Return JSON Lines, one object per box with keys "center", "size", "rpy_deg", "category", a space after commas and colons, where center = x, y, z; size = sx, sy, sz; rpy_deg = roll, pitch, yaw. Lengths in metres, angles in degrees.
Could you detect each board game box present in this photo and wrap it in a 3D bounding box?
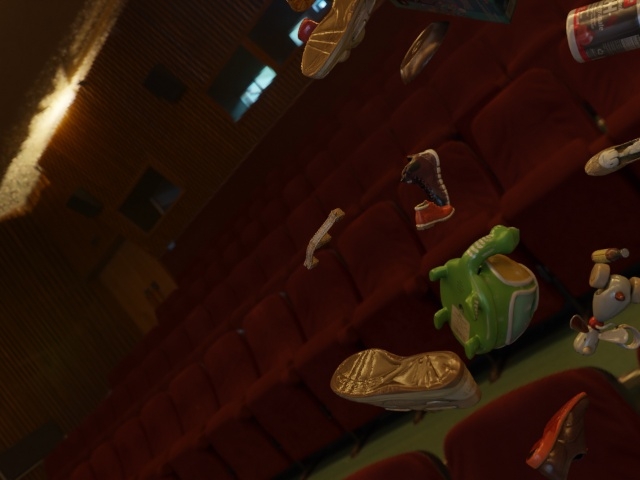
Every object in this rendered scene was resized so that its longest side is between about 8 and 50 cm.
{"center": [0.309, -0.653, 1.552], "size": [0.253, 0.336, 0.079], "rpy_deg": [-1, -70, -62], "category": "board game box"}

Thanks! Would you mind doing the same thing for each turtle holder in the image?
{"center": [0.423, 0.121, 1.548], "size": [0.227, 0.320, 0.243], "rpy_deg": [-16, 6, -14], "category": "turtle holder"}

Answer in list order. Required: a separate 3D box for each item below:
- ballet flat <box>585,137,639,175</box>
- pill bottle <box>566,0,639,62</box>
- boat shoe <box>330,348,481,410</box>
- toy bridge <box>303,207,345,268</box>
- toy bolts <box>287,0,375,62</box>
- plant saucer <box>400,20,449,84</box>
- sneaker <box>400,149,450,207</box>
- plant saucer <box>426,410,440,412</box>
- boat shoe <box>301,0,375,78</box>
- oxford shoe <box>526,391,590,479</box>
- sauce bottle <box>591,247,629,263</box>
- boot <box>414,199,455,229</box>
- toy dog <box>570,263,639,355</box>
{"center": [0.828, -0.239, 1.658], "size": [0.206, 0.073, 0.067], "rpy_deg": [-24, -21, 20], "category": "ballet flat"}
{"center": [0.964, -0.688, 1.912], "size": [0.318, 0.176, 0.176], "rpy_deg": [-6, 21, 41], "category": "pill bottle"}
{"center": [0.161, 0.300, 1.235], "size": [0.341, 0.110, 0.122], "rpy_deg": [-11, 39, 47], "category": "boat shoe"}
{"center": [0.000, 0.000, 1.466], "size": [0.063, 0.026, 0.188], "rpy_deg": [-29, -25, -48], "category": "toy bridge"}
{"center": [0.024, -0.588, 1.606], "size": [0.218, 0.158, 0.229], "rpy_deg": [-21, -35, -36], "category": "toy bolts"}
{"center": [0.274, -0.520, 1.651], "size": [0.199, 0.036, 0.199], "rpy_deg": [-53, 14, 20], "category": "plant saucer"}
{"center": [0.395, -0.208, 2.354], "size": [0.162, 0.281, 0.106], "rpy_deg": [-10, -10, -17], "category": "sneaker"}
{"center": [0.182, 0.350, 1.407], "size": [0.241, 0.240, 0.037], "rpy_deg": [127, 166, -77], "category": "plant saucer"}
{"center": [0.058, -0.473, 1.367], "size": [0.096, 0.098, 0.277], "rpy_deg": [32, -92, -50], "category": "boat shoe"}
{"center": [0.597, 0.474, 1.461], "size": [0.271, 0.098, 0.097], "rpy_deg": [-36, -24, -35], "category": "oxford shoe"}
{"center": [0.849, 0.044, 1.773], "size": [0.042, 0.042, 0.128], "rpy_deg": [-39, 3, -12], "category": "sauce bottle"}
{"center": [0.374, -0.099, 1.984], "size": [0.157, 0.085, 0.059], "rpy_deg": [-23, 13, -28], "category": "boot"}
{"center": [0.908, 0.241, 1.919], "size": [0.220, 0.334, 0.161], "rpy_deg": [0, 21, 21], "category": "toy dog"}
